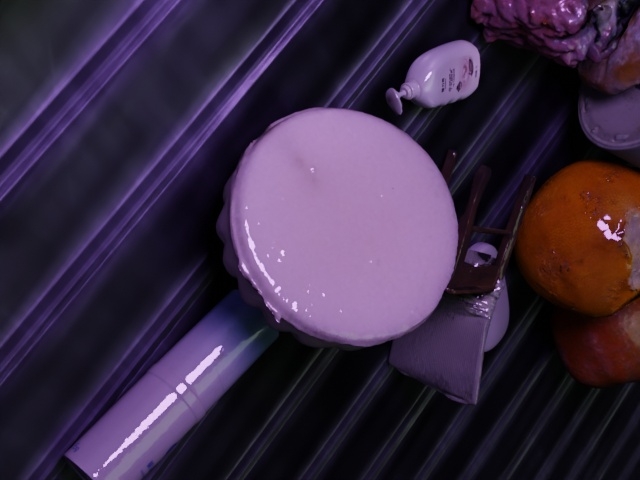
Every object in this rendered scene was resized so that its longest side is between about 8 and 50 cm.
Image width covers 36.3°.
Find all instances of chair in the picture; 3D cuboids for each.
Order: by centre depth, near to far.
[{"bbox_3d":[0.142,0.047,1.245,0.186,0.160,0.319,3,106,-55],"label":"chair"}]

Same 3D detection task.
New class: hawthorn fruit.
[{"bbox_3d":[0.476,0.129,1.644,0.199,0.199,0.251,-48,123,-20],"label":"hawthorn fruit"}]

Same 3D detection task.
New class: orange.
[{"bbox_3d":[0.407,-0.002,1.451,0.240,0.240,0.240,-24,126,-39],"label":"orange"}]

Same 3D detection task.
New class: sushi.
[{"bbox_3d":[0.315,-0.351,1.219,0.236,0.171,0.270,20,98,-51],"label":"sushi"}]

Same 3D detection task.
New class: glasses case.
[{"bbox_3d":[0.242,0.086,1.454,0.076,0.049,0.197,-43,136,-26],"label":"glasses case"}]

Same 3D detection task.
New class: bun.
[{"bbox_3d":[0.000,0.000,1.058,0.263,0.175,0.263,6,74,-22],"label":"bun"}]

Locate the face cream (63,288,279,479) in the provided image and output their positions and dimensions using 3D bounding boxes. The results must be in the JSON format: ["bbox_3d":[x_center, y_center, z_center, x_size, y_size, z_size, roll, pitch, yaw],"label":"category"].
[{"bbox_3d":[-0.152,0.161,1.028,0.250,0.077,0.077,-46,137,-24],"label":"face cream"}]

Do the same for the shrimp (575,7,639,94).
[{"bbox_3d":[0.453,-0.414,1.332,0.110,0.221,0.446,16,88,-19],"label":"shrimp"}]

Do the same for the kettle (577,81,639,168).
[{"bbox_3d":[0.572,-0.167,1.465,0.376,0.361,0.250,26,79,-26],"label":"kettle"}]

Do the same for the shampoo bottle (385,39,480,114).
[{"bbox_3d":[0.134,-0.195,1.193,0.152,0.045,0.077,-24,126,-38],"label":"shampoo bottle"}]
